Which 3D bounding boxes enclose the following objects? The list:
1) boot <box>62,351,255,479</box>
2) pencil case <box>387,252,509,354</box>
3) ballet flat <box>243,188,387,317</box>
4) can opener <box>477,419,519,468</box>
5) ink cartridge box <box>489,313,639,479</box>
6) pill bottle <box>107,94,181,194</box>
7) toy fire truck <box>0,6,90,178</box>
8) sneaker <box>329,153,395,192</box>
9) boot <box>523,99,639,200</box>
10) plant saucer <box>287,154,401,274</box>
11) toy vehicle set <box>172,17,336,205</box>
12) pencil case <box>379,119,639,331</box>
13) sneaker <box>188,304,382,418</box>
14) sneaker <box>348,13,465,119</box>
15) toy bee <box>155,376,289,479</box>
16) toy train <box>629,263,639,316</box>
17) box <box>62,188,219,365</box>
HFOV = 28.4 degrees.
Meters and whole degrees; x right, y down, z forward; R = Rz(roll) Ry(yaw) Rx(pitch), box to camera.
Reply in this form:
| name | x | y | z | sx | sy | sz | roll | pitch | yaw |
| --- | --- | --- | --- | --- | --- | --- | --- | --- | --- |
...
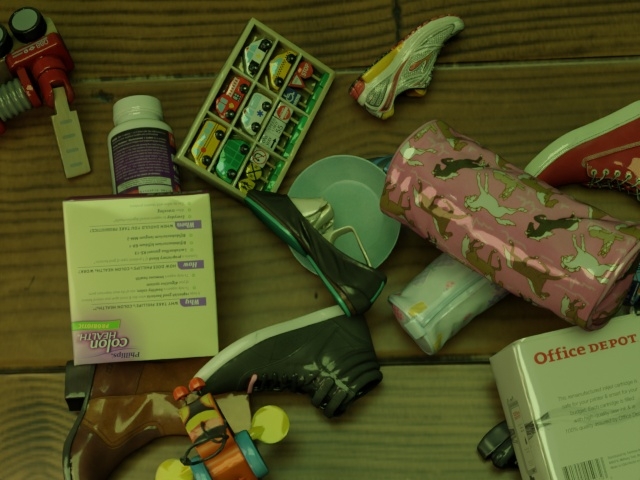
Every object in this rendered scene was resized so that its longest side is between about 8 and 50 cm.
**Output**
| name | x | y | z | sx | sy | sz | roll | pitch | yaw |
| --- | --- | --- | --- | --- | --- | --- | --- | --- | --- |
| boot | -0.238 | 0.296 | 1.886 | 0.280 | 0.096 | 0.264 | -1 | 63 | -4 |
| pencil case | 0.232 | 0.054 | 1.896 | 0.273 | 0.124 | 0.113 | -37 | 108 | -7 |
| ballet flat | 0.000 | 0.000 | 1.910 | 0.096 | 0.095 | 0.280 | -40 | 63 | -7 |
| can opener | 0.317 | 0.267 | 1.847 | 0.186 | 0.059 | 0.073 | -37 | 71 | -8 |
| ink cartridge box | 0.381 | 0.265 | 1.771 | 0.207 | 0.117 | 0.283 | -11 | 78 | -14 |
| pill bottle | -0.281 | -0.127 | 2.009 | 0.108 | 0.108 | 0.194 | -10 | 71 | 1 |
| toy fire truck | -0.485 | -0.216 | 2.052 | 0.217 | 0.158 | 0.246 | -27 | 60 | -5 |
| sneaker | 0.117 | -0.105 | 2.001 | 0.209 | 0.069 | 0.082 | -3 | 26 | 17 |
| boot | 0.447 | -0.093 | 1.953 | 0.244 | 0.088 | 0.176 | -26 | 72 | -9 |
| plant saucer | 0.037 | -0.035 | 1.968 | 0.194 | 0.037 | 0.195 | -1 | 88 | 19 |
| toy vehicle set | -0.103 | -0.199 | 2.019 | 0.166 | 0.035 | 0.267 | 30 | 74 | -16 |
| pencil case | 0.267 | -0.027 | 1.773 | 0.386 | 0.167 | 0.160 | 31 | 115 | 25 |
| sneaker | -0.037 | 0.201 | 1.847 | 0.295 | 0.104 | 0.147 | -19 | 68 | -23 |
| sneaker | 0.151 | -0.282 | 2.053 | 0.225 | 0.088 | 0.093 | -42 | 93 | -10 |
| toy bee | -0.137 | 0.273 | 1.772 | 0.195 | 0.298 | 0.162 | -15 | 54 | -22 |
| toy train | 0.547 | 0.077 | 1.888 | 0.184 | 0.080 | 0.105 | -9 | 64 | 2 |
| box | -0.263 | 0.051 | 1.880 | 0.213 | 0.117 | 0.243 | -4 | 95 | -5 |
